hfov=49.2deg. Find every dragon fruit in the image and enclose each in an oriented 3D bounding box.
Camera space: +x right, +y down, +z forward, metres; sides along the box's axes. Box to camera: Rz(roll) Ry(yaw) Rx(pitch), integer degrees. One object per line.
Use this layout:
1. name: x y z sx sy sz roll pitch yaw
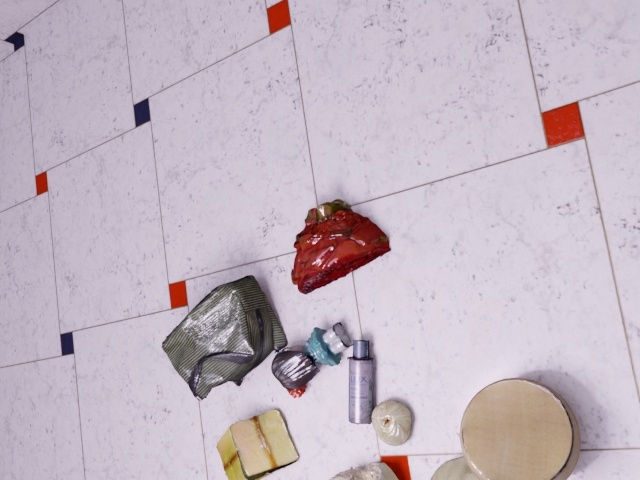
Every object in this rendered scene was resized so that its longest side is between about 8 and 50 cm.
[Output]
1. dragon fruit: 0.000 0.000 1.862 0.317 0.152 0.205 -32 68 32

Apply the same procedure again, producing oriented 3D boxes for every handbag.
1. handbag: -0.273 0.285 2.015 0.341 0.247 0.240 -42 75 26

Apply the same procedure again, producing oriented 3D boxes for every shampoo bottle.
1. shampoo bottle: 0.104 0.365 1.815 0.072 0.072 0.214 -2 86 38

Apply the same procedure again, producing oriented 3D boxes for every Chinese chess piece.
1. Chinese chess piece: 0.422 0.417 1.490 0.250 0.103 0.249 -9 62 18

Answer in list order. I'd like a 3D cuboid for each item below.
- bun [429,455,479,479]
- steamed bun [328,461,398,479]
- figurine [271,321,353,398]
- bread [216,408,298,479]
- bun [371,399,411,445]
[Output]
1. bun: 0.331 0.615 1.574 0.259 0.160 0.259 -4 83 40
2. steamed bun: 0.090 0.635 1.719 0.200 0.225 0.170 18 127 24
3. figurine: -0.024 0.324 1.897 0.245 0.110 0.138 -37 84 24
4. bread: -0.193 0.617 2.052 0.167 0.163 0.264 67 154 18
5. bun: 0.175 0.460 1.755 0.115 0.069 0.115 -1 88 39
